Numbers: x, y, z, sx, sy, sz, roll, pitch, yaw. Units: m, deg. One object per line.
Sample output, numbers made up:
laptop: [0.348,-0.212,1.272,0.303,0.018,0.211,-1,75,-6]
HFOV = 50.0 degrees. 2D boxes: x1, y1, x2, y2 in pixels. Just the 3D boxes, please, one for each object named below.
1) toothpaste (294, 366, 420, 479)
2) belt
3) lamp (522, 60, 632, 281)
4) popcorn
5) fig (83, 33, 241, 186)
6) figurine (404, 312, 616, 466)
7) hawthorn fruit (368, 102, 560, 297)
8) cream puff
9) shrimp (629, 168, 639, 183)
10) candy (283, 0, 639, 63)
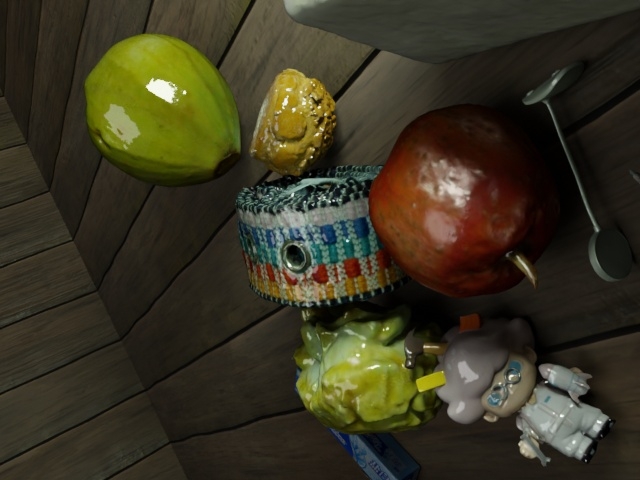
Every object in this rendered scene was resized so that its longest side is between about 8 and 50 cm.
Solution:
toothpaste: [0.054,0.316,1.167,0.272,0.053,0.066,43,142,35]
belt: [0.000,0.000,0.882,0.295,0.207,0.160,6,113,58]
lamp: [0.243,-0.058,0.616,0.056,0.050,0.198,-23,91,58]
popcorn: [0.068,0.165,0.899,0.221,0.204,0.184,-5,87,58]
fig: [-0.242,-0.197,1.107,0.271,0.239,0.239,33,138,22]
figurine: [0.208,0.156,0.765,0.229,0.112,0.137,31,94,28]
hawthorn fruit: [0.147,-0.027,0.656,0.200,0.179,0.179,-126,29,-47]
cream puff: [-0.033,-0.152,0.917,0.126,0.103,0.144,-95,28,-58]
shrimp: [0.290,-0.055,0.532,0.190,0.075,0.073,64,-178,-10]
candy: [0.133,-0.233,0.477,0.358,0.208,0.145,3,90,57]
